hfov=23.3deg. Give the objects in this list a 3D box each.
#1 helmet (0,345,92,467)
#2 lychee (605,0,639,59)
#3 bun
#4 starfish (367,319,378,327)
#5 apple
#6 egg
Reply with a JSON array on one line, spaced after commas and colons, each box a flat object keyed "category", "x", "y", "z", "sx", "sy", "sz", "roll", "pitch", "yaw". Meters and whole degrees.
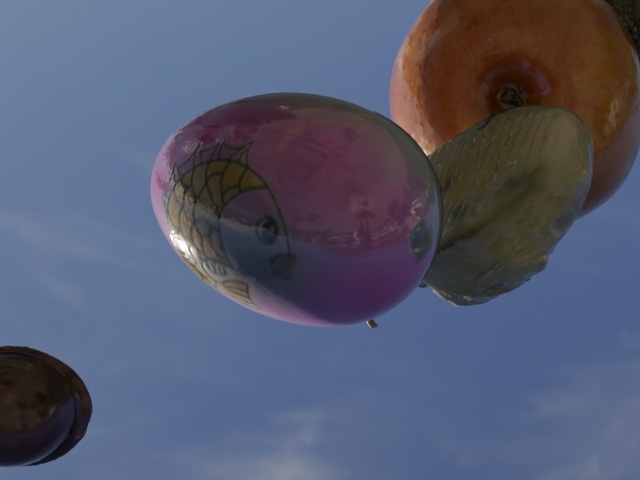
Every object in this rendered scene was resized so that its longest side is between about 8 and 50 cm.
[{"category": "helmet", "x": -0.367, "y": 0.213, "z": 1.865, "sx": 0.175, "sy": 0.155, "sz": 0.106, "roll": 10, "pitch": -171, "yaw": -3}, {"category": "lychee", "x": 0.416, "y": -0.302, "z": 2.013, "sx": 0.171, "sy": 0.171, "sz": 0.171, "roll": -2, "pitch": -157, "yaw": 1}, {"category": "bun", "x": 0.165, "y": -0.025, "z": 1.491, "sx": 0.237, "sy": 0.116, "sz": 0.210, "roll": -31, "pitch": -154, "yaw": 30}, {"category": "starfish", "x": -0.005, "y": 0.003, "z": 2.453, "sx": 0.048, "sy": 0.295, "sz": 0.231, "roll": -37, "pitch": -158, "yaw": 14}, {"category": "apple", "x": 0.219, "y": -0.155, "z": 1.727, "sx": 0.299, "sy": 0.299, "sz": 0.275, "roll": 1, "pitch": -169, "yaw": 8}, {"category": "egg", "x": -0.023, "y": -0.028, "z": 1.299, "sx": 0.196, "sy": 0.196, "sz": 0.271, "roll": -22, "pitch": -162, "yaw": -37}]
